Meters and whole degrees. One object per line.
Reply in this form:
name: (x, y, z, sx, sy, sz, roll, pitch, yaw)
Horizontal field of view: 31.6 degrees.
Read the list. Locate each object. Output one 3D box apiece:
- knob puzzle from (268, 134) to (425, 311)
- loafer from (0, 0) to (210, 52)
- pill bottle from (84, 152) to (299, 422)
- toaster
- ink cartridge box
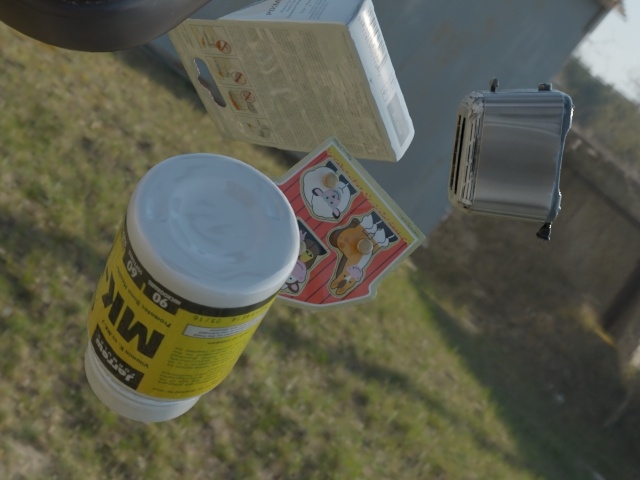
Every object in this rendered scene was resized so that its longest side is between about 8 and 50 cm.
knob puzzle: (0.000, 0.000, 1.340, 0.213, 0.213, 0.030, 38, -2, -7)
loafer: (0.003, -0.225, 0.443, 0.134, 0.366, 0.130, 34, -23, 10)
pill bottle: (-0.102, 0.043, 0.817, 0.119, 0.208, 0.119, 12, 52, -16)
toaster: (0.266, -0.115, 1.611, 0.147, 0.226, 0.129, 5, 12, -3)
ink cartridge box: (-0.054, -0.288, 1.961, 0.385, 0.091, 0.308, 10, -36, 31)
